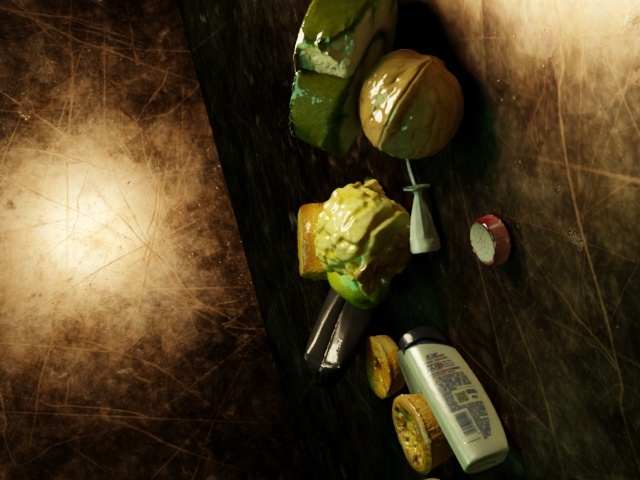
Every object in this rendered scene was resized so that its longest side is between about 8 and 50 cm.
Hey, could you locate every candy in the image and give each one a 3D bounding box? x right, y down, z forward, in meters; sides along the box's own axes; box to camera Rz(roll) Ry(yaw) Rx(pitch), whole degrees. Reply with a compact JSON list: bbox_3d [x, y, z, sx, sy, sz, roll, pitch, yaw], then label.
[{"bbox_3d":[0.341,0.001,1.511,0.103,0.043,0.103,165,90,-72],"label":"candy"}]

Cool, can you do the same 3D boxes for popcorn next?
[{"bbox_3d":[0.116,0.000,1.869,0.237,0.293,0.293,25,131,41],"label":"popcorn"}]

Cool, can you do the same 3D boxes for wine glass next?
[{"bbox_3d":[0.237,-0.051,1.751,0.073,0.073,0.155,-158,59,-69],"label":"wine glass"}]

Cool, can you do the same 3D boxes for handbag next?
[{"bbox_3d":[0.061,0.300,2.279,0.288,0.152,0.342,90,-157,-61],"label":"handbag"}]

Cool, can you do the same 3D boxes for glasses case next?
[{"bbox_3d":[0.267,0.393,2.049,0.071,0.047,0.205,117,136,-63],"label":"glasses case"}]

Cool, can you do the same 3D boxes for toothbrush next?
[{"bbox_3d":[0.200,-0.215,1.814,0.013,0.019,0.193,143,109,-71],"label":"toothbrush"}]

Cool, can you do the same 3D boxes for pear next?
[{"bbox_3d":[0.114,0.096,2.060,0.220,0.187,0.187,54,153,42],"label":"pear"}]

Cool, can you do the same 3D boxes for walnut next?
[{"bbox_3d":[0.183,-0.277,1.524,0.228,0.228,0.228,165,90,-72],"label":"walnut"}]

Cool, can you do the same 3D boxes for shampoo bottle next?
[{"bbox_3d":[0.309,0.352,1.738,0.078,0.134,0.359,93,157,-46],"label":"shampoo bottle"}]

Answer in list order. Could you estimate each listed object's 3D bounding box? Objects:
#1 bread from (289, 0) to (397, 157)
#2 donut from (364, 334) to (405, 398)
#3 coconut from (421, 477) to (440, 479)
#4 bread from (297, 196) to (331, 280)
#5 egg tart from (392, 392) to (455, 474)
[{"bbox_3d":[0.054,-0.371,1.619,0.366,0.129,0.382,-69,-16,2],"label":"bread"},{"bbox_3d":[0.192,0.366,2.214,0.174,0.074,0.190,-158,60,-70],"label":"donut"},{"bbox_3d":[0.294,0.736,2.061,0.171,0.170,0.183,109,-179,-60],"label":"coconut"},{"bbox_3d":[0.000,0.000,2.342,0.268,0.145,0.269,180,90,-83],"label":"bread"},{"bbox_3d":[0.285,0.468,1.887,0.202,0.147,0.203,166,90,-74],"label":"egg tart"}]
